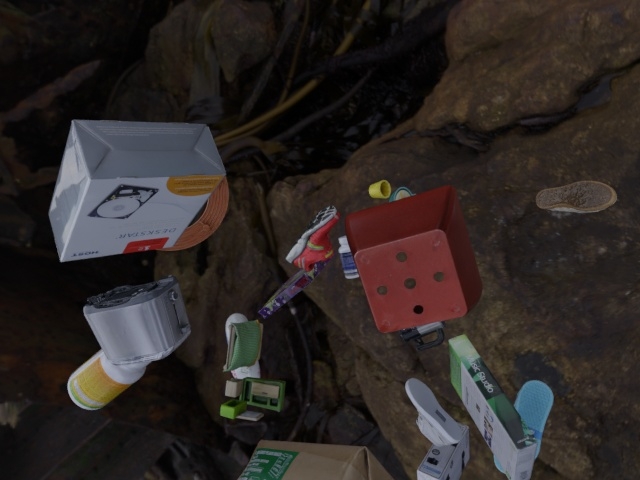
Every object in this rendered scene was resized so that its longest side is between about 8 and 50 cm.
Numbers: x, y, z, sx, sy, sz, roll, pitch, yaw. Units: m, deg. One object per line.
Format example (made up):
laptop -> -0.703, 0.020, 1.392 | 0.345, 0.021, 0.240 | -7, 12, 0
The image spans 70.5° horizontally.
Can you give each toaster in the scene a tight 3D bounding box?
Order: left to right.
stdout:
toaster -> -0.385, 0.171, 0.955 | 0.227, 0.129, 0.146 | -13, 103, 16

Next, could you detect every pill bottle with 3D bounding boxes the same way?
pill bottle -> -0.594, 0.370, 1.306 | 0.246, 0.136, 0.136 | -38, 64, 18
pill bottle -> 0.128, 0.064, 1.866 | 0.094, 0.094, 0.169 | -9, 99, 39

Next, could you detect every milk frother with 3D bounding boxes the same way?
milk frother -> 0.338, 0.279, 1.469 | 0.135, 0.143, 0.129 | -26, 87, 20

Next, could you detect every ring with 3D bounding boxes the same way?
ring -> -0.429, -0.126, 1.283 | 0.336, 0.337, 0.032 | -71, 22, 11

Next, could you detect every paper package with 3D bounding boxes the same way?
paper package -> 0.019, 0.529, 0.824 | 0.325, 0.168, 0.309 | -23, 107, 45

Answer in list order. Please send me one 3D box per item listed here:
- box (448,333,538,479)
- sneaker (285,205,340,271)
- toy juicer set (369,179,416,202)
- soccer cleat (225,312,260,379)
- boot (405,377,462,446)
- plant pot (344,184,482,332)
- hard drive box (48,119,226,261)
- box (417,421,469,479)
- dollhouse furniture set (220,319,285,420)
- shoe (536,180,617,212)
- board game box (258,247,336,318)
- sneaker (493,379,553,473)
box -> 0.441, 0.438, 1.192 | 0.059, 0.232, 0.321 | -22, 42, -5
sneaker -> 0.000, 0.000, 1.396 | 0.118, 0.107, 0.279 | 35, 136, -5
toy juicer set -> 0.319, -0.104, 1.766 | 0.090, 0.329, 0.208 | -4, 80, 46
soccer cleat -> -0.307, 0.451, 1.778 | 0.143, 0.116, 0.330 | -153, 51, -72
boot -> 0.365, 0.610, 1.586 | 0.258, 0.095, 0.123 | 50, 134, 12
plant pot -> 0.197, 0.054, 0.980 | 0.268, 0.236, 0.267 | -16, 99, 16
hard drive box -> -0.274, -0.067, 0.662 | 0.232, 0.181, 0.089 | -39, 68, 46
box -> 0.467, 0.835, 1.696 | 0.087, 0.290, 0.168 | 7, 113, 36
dollhouse furniture set -> -0.213, 0.425, 1.518 | 0.152, 0.198, 0.300 | 4, 86, 16
shoe -> 0.654, -0.109, 1.151 | 0.219, 0.059, 0.076 | -168, 86, -69
board game box -> -0.095, 0.167, 1.776 | 0.056, 0.208, 0.347 | 43, 132, -6
sneaker -> 0.692, 0.629, 1.535 | 0.127, 0.208, 0.318 | 27, 87, 28
